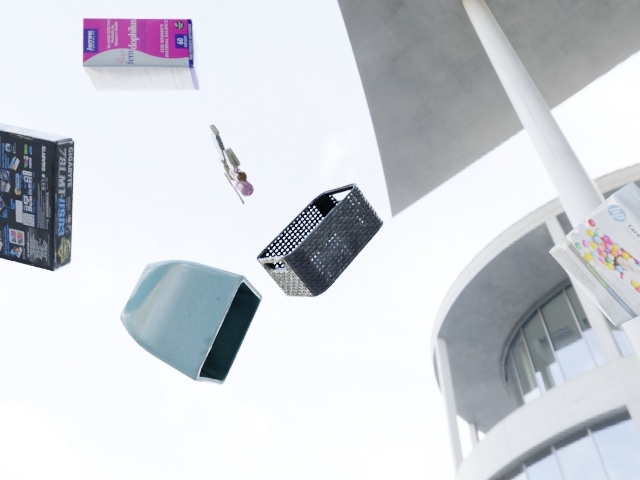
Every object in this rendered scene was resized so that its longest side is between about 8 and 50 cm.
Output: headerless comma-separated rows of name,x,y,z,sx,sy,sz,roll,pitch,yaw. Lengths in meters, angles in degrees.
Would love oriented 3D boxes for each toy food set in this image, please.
toy food set,-0.110,-0.094,0.675,0.019,0.078,0.122,-31,-13,-13

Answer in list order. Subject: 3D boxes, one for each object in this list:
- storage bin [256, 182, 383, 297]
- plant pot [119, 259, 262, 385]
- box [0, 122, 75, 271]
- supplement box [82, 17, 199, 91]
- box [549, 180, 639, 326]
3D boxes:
storage bin,0.000,0.000,0.835,0.084,0.180,0.122,53,-28,-17
plant pot,-0.320,0.178,1.251,0.252,0.248,0.247,21,-15,11
box,-0.692,-0.104,1.139,0.293,0.073,0.296,12,-72,8
supplement box,-0.374,-0.390,1.099,0.219,0.111,0.114,-4,-10,-7
box,0.412,0.026,0.706,0.038,0.145,0.186,-30,-19,-16
